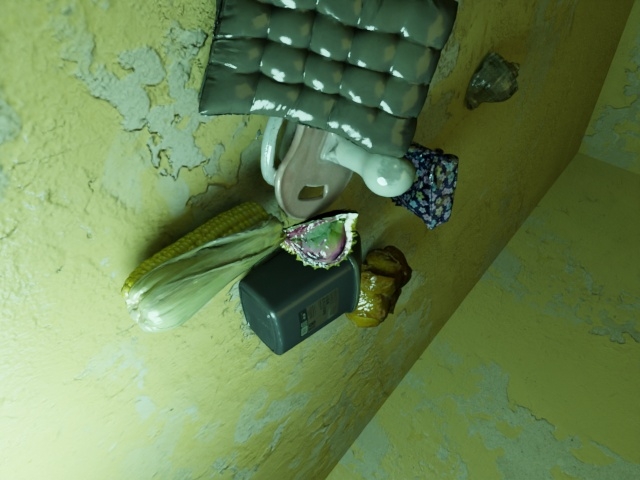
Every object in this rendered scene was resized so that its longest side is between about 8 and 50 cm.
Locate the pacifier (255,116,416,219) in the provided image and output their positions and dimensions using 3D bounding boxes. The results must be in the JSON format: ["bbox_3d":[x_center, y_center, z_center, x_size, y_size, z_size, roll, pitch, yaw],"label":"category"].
[{"bbox_3d":[0.035,-0.176,0.847,0.220,0.273,0.332,-86,-164,-68],"label":"pacifier"}]

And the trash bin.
[{"bbox_3d":[-0.028,0.103,1.056,0.290,0.182,0.209,-32,144,-28],"label":"trash bin"}]

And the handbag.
[{"bbox_3d":[0.249,-0.153,1.197,0.127,0.208,0.228,-29,136,-17],"label":"handbag"}]

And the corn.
[{"bbox_3d":[-0.186,0.036,0.799,0.305,0.122,0.123,-38,126,-32],"label":"corn"}]

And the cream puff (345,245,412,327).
[{"bbox_3d":[0.165,0.139,1.410,0.241,0.155,0.268,16,98,-65],"label":"cream puff"}]

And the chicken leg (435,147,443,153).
[{"bbox_3d":[0.310,-0.197,1.402,0.205,0.053,0.093,-50,174,0],"label":"chicken leg"}]

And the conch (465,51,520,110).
[{"bbox_3d":[0.517,-0.482,1.418,0.207,0.130,0.155,-34,114,3],"label":"conch"}]

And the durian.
[{"bbox_3d":[0.001,0.004,0.961,0.119,0.187,0.108,-59,133,-79],"label":"durian"}]

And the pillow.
[{"bbox_3d":[0.001,-0.258,0.654,0.327,0.101,0.228,11,117,-11],"label":"pillow"}]
